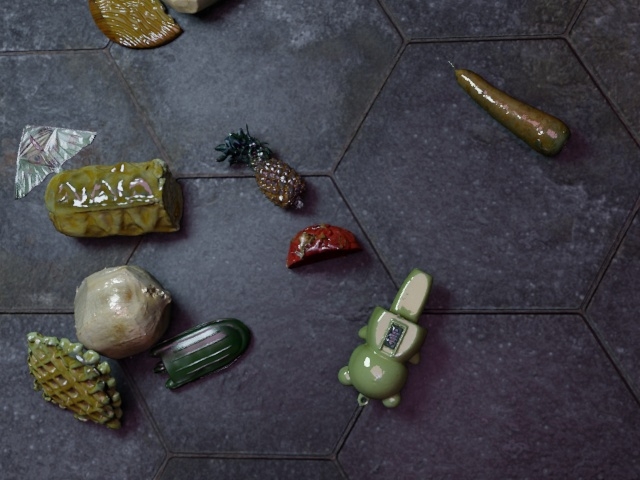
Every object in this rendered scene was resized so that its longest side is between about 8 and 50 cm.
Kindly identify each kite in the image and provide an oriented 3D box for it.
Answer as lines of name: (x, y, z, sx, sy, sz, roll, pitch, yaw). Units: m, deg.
kite: (-0.572, -0.158, 1.447, 0.229, 0.012, 0.250, -37, 82, 0)

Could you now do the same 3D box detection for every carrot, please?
carrot: (0.374, -0.275, 1.366, 0.298, 0.078, 0.078, 39, 87, 14)

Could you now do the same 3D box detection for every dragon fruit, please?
dragon fruit: (0.000, 0.000, 1.332, 0.162, 0.106, 0.083, -10, 81, 6)

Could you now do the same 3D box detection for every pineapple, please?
pineapple: (-0.116, -0.139, 1.371, 0.221, 0.083, 0.103, 43, 87, 11)

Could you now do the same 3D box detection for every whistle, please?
whistle: (0.139, 0.190, 1.293, 0.131, 0.106, 0.288, 25, 86, 10)

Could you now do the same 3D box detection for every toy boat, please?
toy boat: (-0.242, 0.224, 1.346, 0.210, 0.052, 0.104, -25, 97, 0)

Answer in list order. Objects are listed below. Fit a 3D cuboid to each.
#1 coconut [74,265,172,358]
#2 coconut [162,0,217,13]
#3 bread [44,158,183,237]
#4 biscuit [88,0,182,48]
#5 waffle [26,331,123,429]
coconut: (-0.380, 0.136, 1.309, 0.194, 0.194, 0.194, -1, 82, 4)
coconut: (-0.277, -0.591, 1.390, 0.237, 0.197, 0.236, 0, 78, 1)
bread: (-0.427, -0.082, 1.366, 0.268, 0.130, 0.152, -4, 91, 3)
biscuit: (-0.409, -0.510, 1.471, 0.229, 0.031, 0.176, 12, 85, 7)
waffle: (-0.481, 0.276, 1.306, 0.208, 0.054, 0.214, 20, 128, 16)
